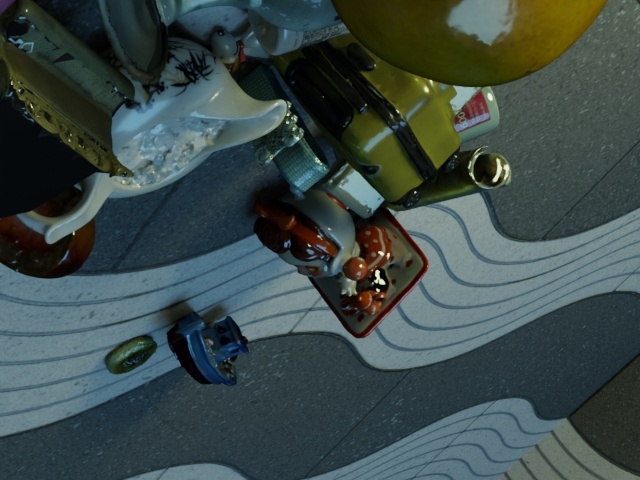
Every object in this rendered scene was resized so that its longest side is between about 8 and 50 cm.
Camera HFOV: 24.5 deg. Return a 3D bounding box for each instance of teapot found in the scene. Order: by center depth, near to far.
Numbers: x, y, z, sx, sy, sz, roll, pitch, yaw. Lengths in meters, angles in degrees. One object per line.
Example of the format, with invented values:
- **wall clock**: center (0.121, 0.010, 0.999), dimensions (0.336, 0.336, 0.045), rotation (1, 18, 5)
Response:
- **teapot**: center (-0.201, -0.110, 1.581), dimensions (0.300, 0.166, 0.208), rotation (-38, 169, -12)

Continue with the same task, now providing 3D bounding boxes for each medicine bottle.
- **medicine bottle**: center (-0.003, -0.258, 1.615), dimensions (0.140, 0.079, 0.079), rotation (-21, 154, -24)
- **medicine bottle**: center (0.124, -0.151, 1.957), dimensions (0.217, 0.090, 0.090), rotation (-22, 155, -9)

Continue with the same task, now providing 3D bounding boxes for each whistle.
- **whistle**: center (0.150, -0.077, 1.971), dimensions (0.057, 0.068, 0.326), rotation (-39, -170, -20)

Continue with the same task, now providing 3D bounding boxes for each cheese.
- **cheese**: center (0.157, -0.196, 1.875), dimensions (0.085, 0.034, 0.400), rotation (37, 102, -19)

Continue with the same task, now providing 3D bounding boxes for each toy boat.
- **toy boat**: center (-0.158, 0.158, 2.192), dimensions (0.097, 0.100, 0.223), rotation (-23, 158, 3)

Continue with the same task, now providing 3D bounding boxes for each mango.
- **mango**: center (0.180, -0.330, 1.417), dimensions (0.446, 0.300, 0.232), rotation (-41, -168, -33)

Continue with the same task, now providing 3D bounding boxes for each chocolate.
- **chocolate**: center (-0.313, -0.014, 1.646), dimensions (0.127, 0.133, 0.124), rotation (-1, 146, -45)

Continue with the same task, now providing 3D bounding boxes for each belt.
- **belt**: center (-0.054, -0.138, 1.675), dimensions (0.065, 0.179, 0.100), rotation (-39, 141, 11)

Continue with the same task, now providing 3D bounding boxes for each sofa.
- **sofa**: center (-0.332, -0.119, 1.410), dimensions (0.258, 0.182, 0.200), rotation (-27, 147, 17)

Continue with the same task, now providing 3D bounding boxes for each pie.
- **pie**: center (-0.278, 0.172, 2.176), dimensions (0.084, 0.021, 0.084), rotation (-25, 155, -13)

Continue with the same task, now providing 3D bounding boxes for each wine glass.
- **wine glass**: center (-0.062, -0.264, 1.473), dimensions (0.321, 0.143, 0.143), rotation (-21, 154, -25)

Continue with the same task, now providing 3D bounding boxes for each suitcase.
- **suitcase**: center (0.065, -0.166, 1.738), dimensions (0.143, 0.194, 0.235), rotation (-41, 156, 0)

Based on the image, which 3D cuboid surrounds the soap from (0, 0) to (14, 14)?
- **soap**: center (-0.251, -0.311, 1.216), dimensions (0.259, 0.081, 0.181), rotation (-39, 155, 15)

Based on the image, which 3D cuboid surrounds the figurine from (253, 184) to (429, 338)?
- **figurine**: center (0.000, 0.000, 2.025), dimensions (0.160, 0.183, 0.226), rotation (-47, 141, 11)

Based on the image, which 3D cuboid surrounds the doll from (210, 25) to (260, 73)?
- **doll**: center (-0.089, -0.217, 1.645), dimensions (0.085, 0.040, 0.058), rotation (-17, 142, -30)
